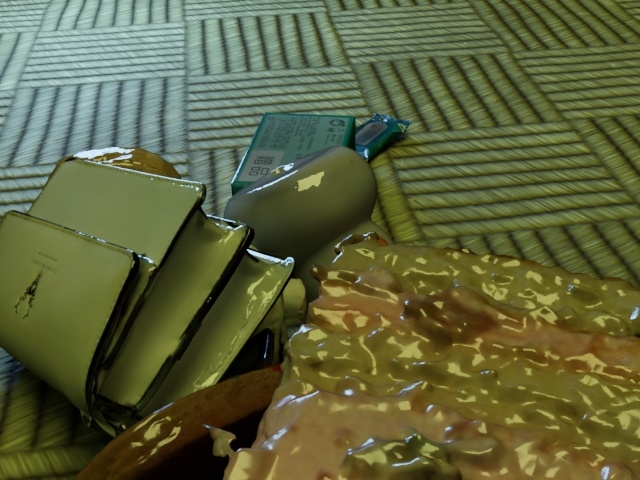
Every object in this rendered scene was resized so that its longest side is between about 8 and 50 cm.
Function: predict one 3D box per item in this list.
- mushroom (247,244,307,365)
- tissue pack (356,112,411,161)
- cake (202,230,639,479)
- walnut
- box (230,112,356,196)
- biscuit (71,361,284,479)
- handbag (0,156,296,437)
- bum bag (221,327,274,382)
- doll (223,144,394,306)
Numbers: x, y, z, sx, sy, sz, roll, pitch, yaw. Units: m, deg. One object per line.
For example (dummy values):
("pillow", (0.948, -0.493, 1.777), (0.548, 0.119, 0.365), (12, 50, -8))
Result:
("mushroom", (-0.078, 0.075, 1.044), (0.123, 0.154, 0.154), (-16, 35, -14))
("tissue pack", (0.084, -0.172, 1.534), (0.085, 0.028, 0.138), (21, 44, 37))
("cake", (0.119, 0.195, 0.731), (0.314, 0.293, 0.306), (6, 37, 20))
("walnut", (-0.282, -0.047, 1.242), (0.197, 0.165, 0.165), (-6, 33, -7))
("box", (-0.033, -0.102, 1.371), (0.153, 0.092, 0.245), (3, 32, 9))
("biscuit", (-0.138, 0.209, 0.809), (0.052, 0.262, 0.277), (50, 31, 19))
("handbag", (-0.226, 0.050, 0.961), (0.359, 0.160, 0.236), (14, 70, 53))
("bum bag", (-0.107, 0.163, 0.942), (0.159, 0.026, 0.109), (-37, 21, 16))
("doll", (0.000, 0.000, 1.141), (0.221, 0.221, 0.251), (-25, 10, -31))
